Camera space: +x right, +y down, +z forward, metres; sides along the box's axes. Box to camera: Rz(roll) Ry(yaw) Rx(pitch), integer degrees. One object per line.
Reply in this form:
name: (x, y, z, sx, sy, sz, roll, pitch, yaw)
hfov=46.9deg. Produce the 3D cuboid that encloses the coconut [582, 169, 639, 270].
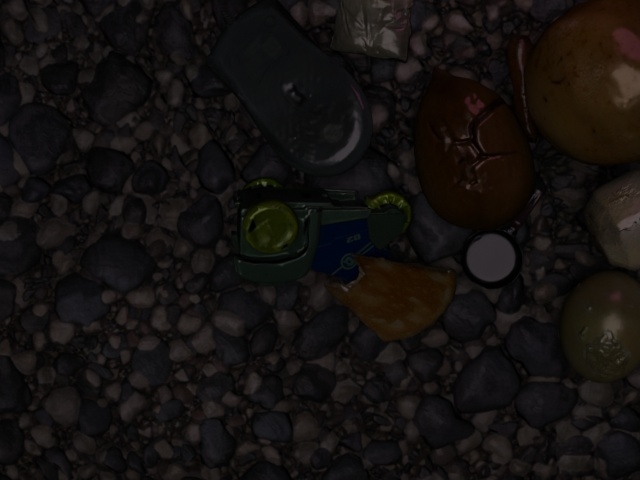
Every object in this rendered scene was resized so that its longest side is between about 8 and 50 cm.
coconut: (0.547, -0.044, 1.246, 0.182, 0.171, 0.171, -29, 93, 15)

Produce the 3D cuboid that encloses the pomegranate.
pomegranate: (0.470, -0.257, 1.172, 0.307, 0.307, 0.307, 1, 99, 9)

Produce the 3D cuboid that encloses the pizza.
pizza: (0.122, 0.101, 1.353, 0.262, 0.034, 0.181, 17, 112, -24)

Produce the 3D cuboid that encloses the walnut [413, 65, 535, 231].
walnut: (0.252, -0.159, 1.263, 0.203, 0.203, 0.298, -23, 96, 12)

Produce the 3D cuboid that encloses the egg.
egg: (0.501, 0.151, 1.288, 0.164, 0.164, 0.202, 11, 102, 8)

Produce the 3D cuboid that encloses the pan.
pan: (0.340, -0.009, 1.348, 0.114, 0.040, 0.212, 32, 109, 4)

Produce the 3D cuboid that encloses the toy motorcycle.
toy motorcycle: (0.000, 0.000, 1.349, 0.326, 0.191, 0.200, 3, 108, -9)

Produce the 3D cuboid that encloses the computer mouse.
computer mouse: (-0.051, -0.273, 1.334, 0.188, 0.122, 0.371, -42, 83, 10)

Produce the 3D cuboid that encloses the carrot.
carrot: (0.361, -0.266, 1.305, 0.047, 0.047, 0.191, -8, 98, 10)

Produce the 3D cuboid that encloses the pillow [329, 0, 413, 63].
pillow: (0.104, -0.443, 1.319, 0.148, 0.050, 0.230, 9, 97, 3)
